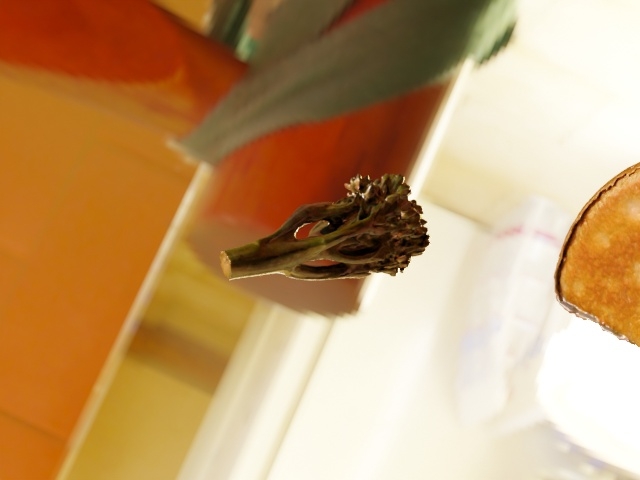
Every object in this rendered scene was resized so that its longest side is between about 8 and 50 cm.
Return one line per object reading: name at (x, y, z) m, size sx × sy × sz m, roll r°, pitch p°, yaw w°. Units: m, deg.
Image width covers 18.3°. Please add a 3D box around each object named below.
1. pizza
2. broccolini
pizza at (0.244, 0.027, 1.377) m, size 0.176 × 0.036 × 0.185 m, roll 52°, pitch 140°, yaw 26°
broccolini at (0.012, 0.003, 1.588) m, size 0.068 × 0.202 × 0.091 m, roll 7°, pitch 110°, yaw 41°
